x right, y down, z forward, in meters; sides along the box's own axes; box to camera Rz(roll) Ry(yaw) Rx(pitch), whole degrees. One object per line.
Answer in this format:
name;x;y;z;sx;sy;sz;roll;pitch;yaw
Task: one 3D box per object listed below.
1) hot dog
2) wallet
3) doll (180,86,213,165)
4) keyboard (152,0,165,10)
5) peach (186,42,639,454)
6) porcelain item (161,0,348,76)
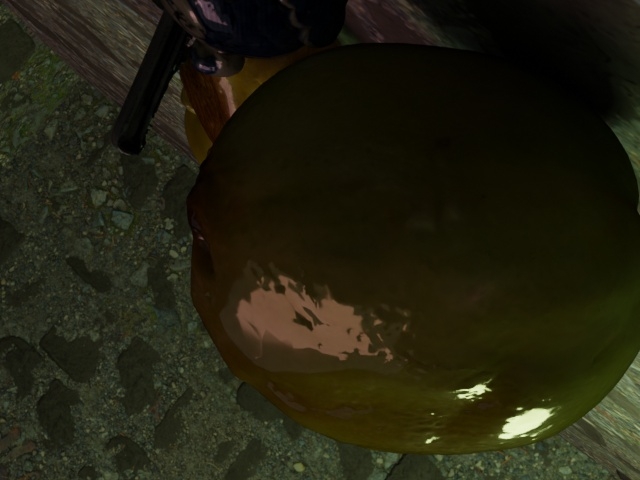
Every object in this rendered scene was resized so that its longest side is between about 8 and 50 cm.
hot dog;-0.053;-0.143;1.200;0.153;0.150;0.256;64;170;-10
wallet;-0.149;-0.187;1.187;0.036;0.222;0.167;25;-179;-14
doll;-0.090;-0.138;1.683;0.199;0.145;0.363;32;-179;13
keyboard;-0.095;-0.228;1.390;0.262;0.016;0.106;31;175;0
peach;0.069;0.001;0.852;0.315;0.282;0.314;0;155;-3
porcelain item;-0.094;-0.245;0.860;0.288;0.138;0.186;40;160;38
